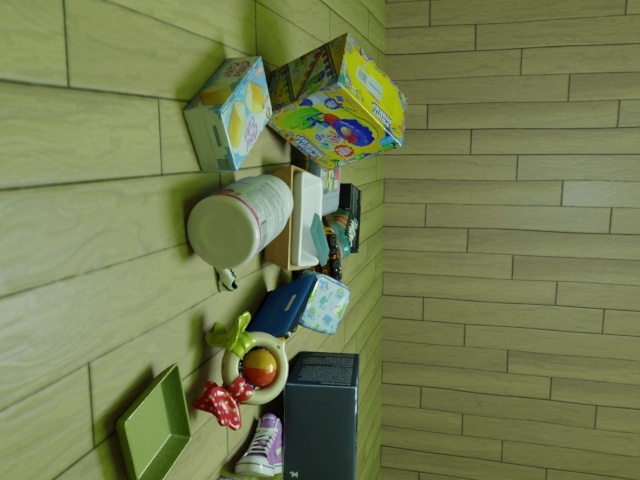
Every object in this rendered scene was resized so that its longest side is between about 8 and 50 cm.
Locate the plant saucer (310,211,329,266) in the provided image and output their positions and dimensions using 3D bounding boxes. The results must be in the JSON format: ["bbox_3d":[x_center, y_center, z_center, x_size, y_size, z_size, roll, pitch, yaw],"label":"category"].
[{"bbox_3d":[0.000,0.000,1.770,0.192,0.018,0.067,72,26,-52],"label":"plant saucer"}]

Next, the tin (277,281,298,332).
[{"bbox_3d":[-0.100,0.212,1.846,0.189,0.040,0.106,76,26,-45],"label":"tin"}]

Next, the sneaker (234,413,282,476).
[{"bbox_3d":[-0.161,0.544,1.580,0.282,0.102,0.161,77,16,-73],"label":"sneaker"}]

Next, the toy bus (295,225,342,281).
[{"bbox_3d":[-0.007,0.033,1.982,0.211,0.149,0.220,-86,169,-65],"label":"toy bus"}]

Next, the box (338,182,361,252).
[{"bbox_3d":[0.095,-0.086,2.371,0.184,0.103,0.261,19,74,-71],"label":"box"}]

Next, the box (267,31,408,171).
[{"bbox_3d":[0.042,-0.368,1.638,0.290,0.279,0.177,34,55,-39],"label":"box"}]

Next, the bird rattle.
[{"bbox_3d":[-0.162,0.291,1.320,0.207,0.143,0.253,10,65,-30],"label":"bird rattle"}]

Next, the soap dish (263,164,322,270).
[{"bbox_3d":[-0.079,-0.061,1.727,0.229,0.118,0.290,1,91,-75],"label":"soap dish"}]

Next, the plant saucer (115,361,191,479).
[{"bbox_3d":[-0.311,0.351,1.091,0.188,0.045,0.188,-55,143,-63],"label":"plant saucer"}]

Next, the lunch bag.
[{"bbox_3d":[-0.005,0.190,1.830,0.219,0.090,0.176,30,80,-52],"label":"lunch bag"}]

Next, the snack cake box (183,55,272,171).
[{"bbox_3d":[-0.198,-0.287,1.325,0.264,0.089,0.152,-70,156,-47],"label":"snack cake box"}]

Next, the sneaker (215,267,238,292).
[{"bbox_3d":[-0.219,0.072,1.386,0.040,0.044,0.109,-57,144,-57],"label":"sneaker"}]

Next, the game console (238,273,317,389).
[{"bbox_3d":[-0.108,0.262,1.594,0.173,0.250,0.293,57,28,-17],"label":"game console"}]

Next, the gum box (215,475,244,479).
[{"bbox_3d":[-0.232,0.664,1.384,0.107,0.062,0.188,26,68,-73],"label":"gum box"}]

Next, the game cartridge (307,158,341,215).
[{"bbox_3d":[0.014,-0.225,1.920,0.196,0.060,0.294,-23,118,-64],"label":"game cartridge"}]

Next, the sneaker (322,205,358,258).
[{"bbox_3d":[0.082,-0.043,2.106,0.302,0.121,0.108,-106,-171,-55],"label":"sneaker"}]

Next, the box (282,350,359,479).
[{"bbox_3d":[0.012,0.536,1.846,0.395,0.212,0.293,-34,125,-84],"label":"box"}]

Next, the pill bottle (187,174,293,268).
[{"bbox_3d":[-0.167,-0.055,1.335,0.283,0.160,0.160,-49,138,-66],"label":"pill bottle"}]
